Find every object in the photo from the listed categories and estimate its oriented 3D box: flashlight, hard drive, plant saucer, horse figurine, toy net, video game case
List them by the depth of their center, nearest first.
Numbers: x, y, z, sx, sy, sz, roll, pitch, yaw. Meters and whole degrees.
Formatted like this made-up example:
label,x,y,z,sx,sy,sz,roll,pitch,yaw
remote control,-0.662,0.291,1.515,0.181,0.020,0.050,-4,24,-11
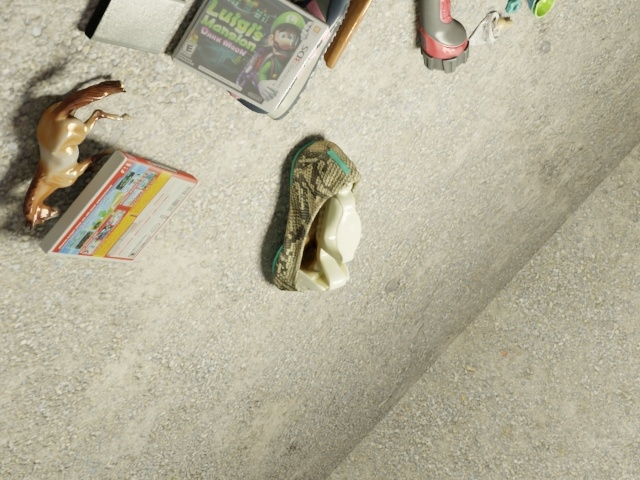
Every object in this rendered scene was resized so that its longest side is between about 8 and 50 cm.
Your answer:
label,x,y,z,sx,sy,sz,roll,pitch,yaw
hard drive,-0.267,-0.323,1.368,0.135,0.022,0.094,0,130,-55
horse figurine,-0.370,-0.146,1.428,0.174,0.066,0.263,-27,155,-38
video game case,-0.111,-0.313,1.490,0.190,0.022,0.173,26,111,-24
video game case,-0.333,-0.049,1.613,0.204,0.025,0.285,-49,165,8
plant saucer,0.055,-0.391,1.633,0.200,0.037,0.200,-59,-176,6
flashlight,0.239,-0.456,1.827,0.304,0.103,0.103,80,33,-58
toy net,0.425,-0.503,2.085,0.232,0.045,0.122,-38,154,-13

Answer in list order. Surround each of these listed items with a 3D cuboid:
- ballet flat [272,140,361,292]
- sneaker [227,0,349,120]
label,x,y,z,sx,sy,sz,roll,pitch,yaw
ballet flat,0.000,0.000,2.048,0.164,0.182,0.482,-30,151,-30
sneaker,-0.051,-0.357,1.550,0.131,0.112,0.319,20,104,-31
